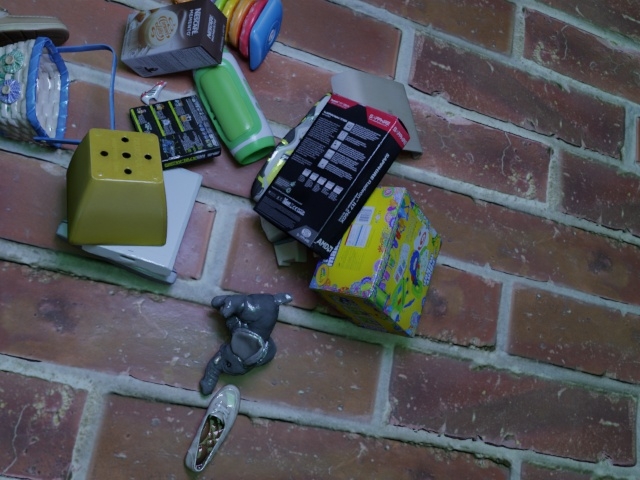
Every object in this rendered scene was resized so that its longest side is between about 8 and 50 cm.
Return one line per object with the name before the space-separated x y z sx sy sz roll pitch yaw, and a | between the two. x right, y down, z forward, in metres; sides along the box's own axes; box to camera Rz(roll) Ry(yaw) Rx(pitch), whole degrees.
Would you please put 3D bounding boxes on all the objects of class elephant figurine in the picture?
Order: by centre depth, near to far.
elephant figurine | -0.182 0.252 1.447 0.169 0.186 0.240 5 79 -42

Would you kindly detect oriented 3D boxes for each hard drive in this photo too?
hard drive | -0.419 -0.073 1.438 0.203 0.040 0.308 19 49 -13

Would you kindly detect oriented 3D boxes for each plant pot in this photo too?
plant pot | -0.442 -0.128 1.314 0.212 0.187 0.212 1 55 -26

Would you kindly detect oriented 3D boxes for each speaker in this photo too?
speaker | -0.233 -0.357 1.585 0.131 0.131 0.297 -25 86 -22

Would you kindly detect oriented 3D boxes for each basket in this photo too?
basket | -0.632 -0.342 1.407 0.288 0.201 0.255 -2 76 -9

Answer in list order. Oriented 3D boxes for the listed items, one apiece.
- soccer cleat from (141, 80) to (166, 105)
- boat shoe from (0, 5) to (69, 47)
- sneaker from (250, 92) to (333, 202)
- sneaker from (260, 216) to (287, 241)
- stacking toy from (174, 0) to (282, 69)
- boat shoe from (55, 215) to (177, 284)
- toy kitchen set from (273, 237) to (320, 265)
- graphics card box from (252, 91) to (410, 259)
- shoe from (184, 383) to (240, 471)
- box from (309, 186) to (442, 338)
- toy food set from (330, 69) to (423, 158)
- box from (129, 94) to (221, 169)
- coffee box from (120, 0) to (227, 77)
soccer cleat | -0.438 -0.392 1.580 0.083 0.029 0.036 -41 101 -19
boat shoe | -0.796 -0.523 1.442 0.341 0.121 0.110 -10 81 -19
sneaker | -0.038 -0.235 1.612 0.147 0.145 0.385 42 71 -7
sneaker | -0.061 -0.078 1.606 0.212 0.080 0.094 -22 73 -20
stacking toy | -0.269 -0.623 1.642 0.301 0.175 0.166 24 70 3
boat shoe | -0.476 0.011 1.425 0.302 0.109 0.094 26 74 -8
toy kitchen set | 0.000 0.000 1.611 0.207 0.166 0.122 8 71 -54
graphics card box | 0.024 -0.164 1.466 0.371 0.232 0.094 -55 142 -4
shoe | -0.250 0.448 1.419 0.076 0.058 0.219 30 70 -10
box | 0.153 0.056 1.514 0.279 0.177 0.290 44 60 -48
toy food set | 0.164 -0.346 1.691 0.306 0.092 0.220 -3 76 -48
box | -0.375 -0.280 1.537 0.184 0.045 0.191 -20 66 -20
coffee box | -0.374 -0.516 1.521 0.246 0.098 0.141 -3 74 22
